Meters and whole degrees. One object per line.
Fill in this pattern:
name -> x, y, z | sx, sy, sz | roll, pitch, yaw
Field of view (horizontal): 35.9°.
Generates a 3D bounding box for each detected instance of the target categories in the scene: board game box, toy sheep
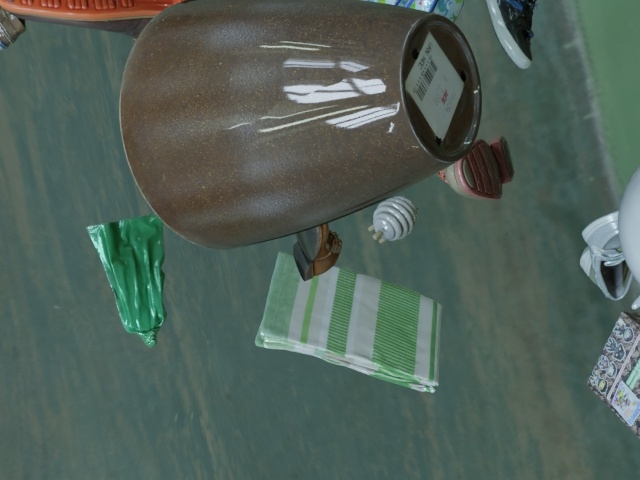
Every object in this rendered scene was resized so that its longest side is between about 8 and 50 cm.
board game box -> 0.595, 0.249, 1.493 | 0.232, 0.291, 0.141 | 9, 113, -25
toy sheep -> 0.142, -0.039, 1.930 | 0.091, 0.091, 0.132 | 41, 55, -1

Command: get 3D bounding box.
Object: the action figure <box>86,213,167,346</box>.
action figure -> -0.325, 0.077, 1.753 | 0.137, 0.063, 0.232 | -12, 90, -17

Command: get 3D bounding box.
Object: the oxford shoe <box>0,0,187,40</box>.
oxford shoe -> -0.221, -0.255, 1.108 | 0.272, 0.098, 0.096 | 0, 60, -14

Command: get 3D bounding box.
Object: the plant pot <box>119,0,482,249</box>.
plant pot -> 0.000, -0.103, 0.775 | 0.215, 0.231, 0.215 | 4, 85, -49

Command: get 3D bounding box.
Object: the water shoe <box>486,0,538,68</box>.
water shoe -> 0.261, -0.329, 1.309 | 0.080, 0.073, 0.203 | -18, 76, 23

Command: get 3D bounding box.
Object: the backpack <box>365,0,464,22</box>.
backpack -> 0.099, -0.278, 1.148 | 0.084, 0.114, 0.105 | 20, 106, -45

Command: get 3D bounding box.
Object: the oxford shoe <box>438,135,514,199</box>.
oxford shoe -> 0.293, -0.131, 1.972 | 0.130, 0.348, 0.122 | -14, 92, 24

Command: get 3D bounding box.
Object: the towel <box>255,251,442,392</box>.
towel -> 0.060, 0.145, 1.783 | 0.325, 0.038, 0.247 | 15, 38, -3

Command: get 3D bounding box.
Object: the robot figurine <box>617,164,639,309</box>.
robot figurine -> 0.468, -0.032, 1.069 | 0.354, 0.200, 0.299 | -18, 111, -28

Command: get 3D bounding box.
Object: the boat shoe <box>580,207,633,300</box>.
boat shoe -> 0.571, 0.022, 1.904 | 0.118, 0.320, 0.103 | -24, 67, -4

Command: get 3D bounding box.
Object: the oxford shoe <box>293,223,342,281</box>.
oxford shoe -> 0.000, 0.000, 1.625 | 0.076, 0.212, 0.076 | -18, 73, -10

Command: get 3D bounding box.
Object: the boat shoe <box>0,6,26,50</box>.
boat shoe -> -0.445, -0.341, 1.419 | 0.066, 0.066, 0.183 | -20, 53, 6
